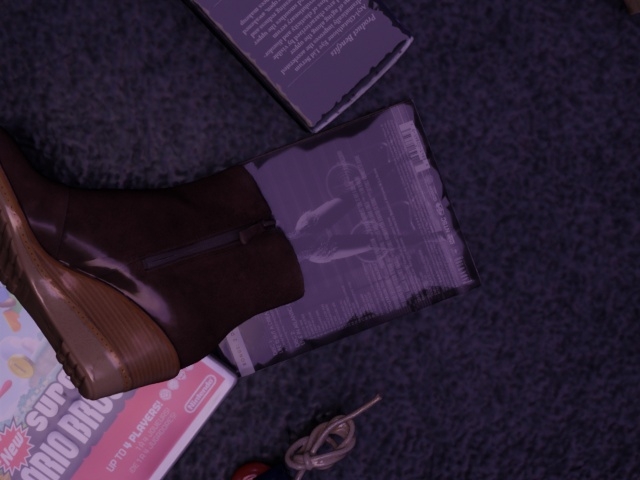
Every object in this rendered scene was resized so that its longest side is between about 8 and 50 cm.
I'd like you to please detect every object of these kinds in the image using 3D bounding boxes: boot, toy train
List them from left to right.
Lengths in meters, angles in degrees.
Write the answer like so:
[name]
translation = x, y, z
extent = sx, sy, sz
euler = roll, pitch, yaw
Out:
[boot]
translation = -0.150, -0.014, 1.550
extent = 0.207, 0.090, 0.248
euler = -29, 87, -27
[toy train]
translation = -0.018, 0.249, 1.593
extent = 0.248, 0.105, 0.143
euler = -33, 105, 0

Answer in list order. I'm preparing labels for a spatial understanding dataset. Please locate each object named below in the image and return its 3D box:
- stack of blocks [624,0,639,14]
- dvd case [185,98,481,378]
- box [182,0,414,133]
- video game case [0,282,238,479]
[stack of blocks]
translation = 0.320, -0.237, 1.573
extent = 0.171, 0.087, 0.297
euler = -26, 95, 0
[dvd case]
translation = 0.000, 0.000, 1.612
extent = 0.221, 0.018, 0.164
euler = -21, 95, -1
[box]
translation = -0.038, -0.190, 1.531
extent = 0.108, 0.153, 0.207
euler = -44, 95, 1
[video game case]
translation = -0.238, 0.104, 1.580
extent = 0.285, 0.025, 0.204
euler = 37, 92, -4
